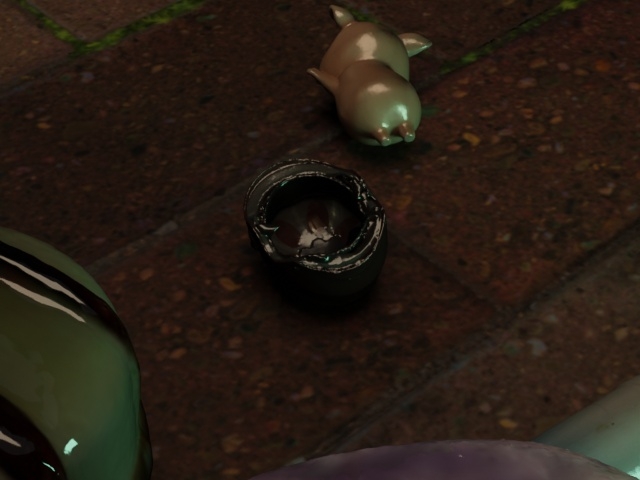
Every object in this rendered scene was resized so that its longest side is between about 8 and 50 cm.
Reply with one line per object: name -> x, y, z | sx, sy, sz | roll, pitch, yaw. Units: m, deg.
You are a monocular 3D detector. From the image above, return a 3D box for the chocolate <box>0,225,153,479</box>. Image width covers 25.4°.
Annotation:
chocolate -> -0.238, 0.098, 0.869 | 0.284, 0.186, 0.283 | -1, 41, 1

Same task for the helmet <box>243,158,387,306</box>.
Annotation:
helmet -> 0.000, 0.000, 1.061 | 0.098, 0.070, 0.123 | -28, 44, -15

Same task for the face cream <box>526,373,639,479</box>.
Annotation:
face cream -> 0.216, 0.124, 0.913 | 0.250, 0.077, 0.077 | -25, 47, -27

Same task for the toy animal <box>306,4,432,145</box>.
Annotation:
toy animal -> 0.048, -0.132, 1.202 | 0.089, 0.083, 0.150 | -35, 46, 26

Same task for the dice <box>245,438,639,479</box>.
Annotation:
dice -> 0.051, 0.266, 0.611 | 0.270, 0.271, 0.270 | -7, 42, -6
